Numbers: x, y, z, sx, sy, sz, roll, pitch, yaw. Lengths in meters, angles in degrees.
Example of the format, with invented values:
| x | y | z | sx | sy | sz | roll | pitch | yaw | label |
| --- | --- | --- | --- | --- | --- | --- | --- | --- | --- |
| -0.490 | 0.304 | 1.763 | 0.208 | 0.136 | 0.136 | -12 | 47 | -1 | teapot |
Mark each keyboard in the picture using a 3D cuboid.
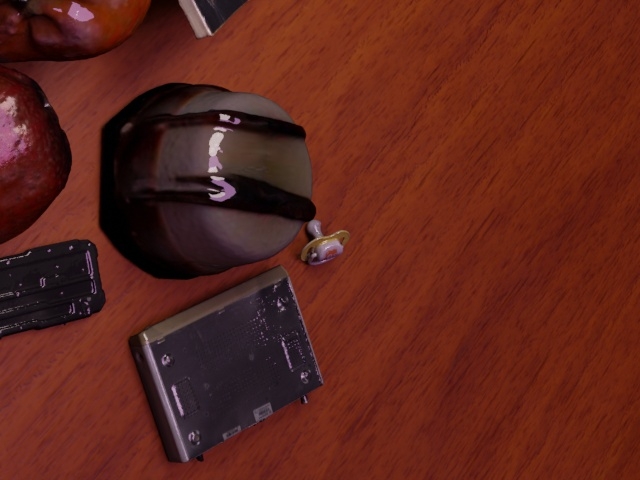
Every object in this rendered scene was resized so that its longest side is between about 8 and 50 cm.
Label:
| x | y | z | sx | sy | sz | roll | pitch | yaw | label |
| --- | --- | --- | --- | --- | --- | --- | --- | --- | --- |
| -0.385 | 0.069 | 1.733 | 0.262 | 0.016 | 0.106 | -14 | 96 | -39 | keyboard |

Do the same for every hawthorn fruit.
| x | y | z | sx | sy | sz | roll | pitch | yaw | label |
| --- | --- | --- | --- | --- | --- | --- | --- | --- | --- |
| -0.338 | -0.341 | 1.628 | 0.284 | 0.284 | 0.284 | 3 | 86 | -40 | hawthorn fruit |
| -0.415 | -0.090 | 1.607 | 0.249 | 0.215 | 0.215 | -37 | 114 | -6 | hawthorn fruit |

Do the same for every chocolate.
| x | y | z | sx | sy | sz | roll | pitch | yaw | label |
| --- | --- | --- | --- | --- | --- | --- | --- | --- | --- |
| -0.132 | -0.085 | 1.846 | 0.283 | 0.186 | 0.284 | 3 | 86 | -40 | chocolate |

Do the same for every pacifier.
| x | y | z | sx | sy | sz | roll | pitch | yaw | label |
| --- | --- | --- | --- | --- | --- | --- | --- | --- | --- |
| 0.000 | 0.000 | 2.049 | 0.083 | 0.068 | 0.064 | -18 | 65 | -25 | pacifier |

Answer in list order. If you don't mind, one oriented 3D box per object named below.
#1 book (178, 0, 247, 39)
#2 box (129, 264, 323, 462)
| x | y | z | sx | sy | sz | roll | pitch | yaw | label |
| --- | --- | --- | --- | --- | --- | --- | --- | --- | --- |
| -0.154 | -0.435 | 1.836 | 0.262 | 0.028 | 0.374 | 64 | 23 | -17 | book |
| -0.123 | 0.173 | 1.931 | 0.270 | 0.045 | 0.211 | -24 | 101 | -39 | box |
